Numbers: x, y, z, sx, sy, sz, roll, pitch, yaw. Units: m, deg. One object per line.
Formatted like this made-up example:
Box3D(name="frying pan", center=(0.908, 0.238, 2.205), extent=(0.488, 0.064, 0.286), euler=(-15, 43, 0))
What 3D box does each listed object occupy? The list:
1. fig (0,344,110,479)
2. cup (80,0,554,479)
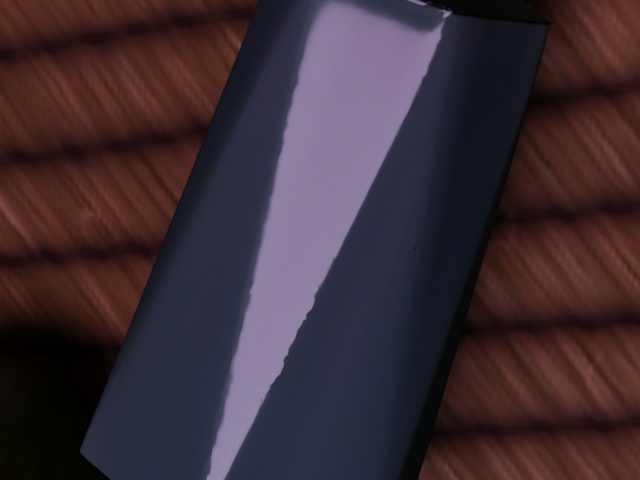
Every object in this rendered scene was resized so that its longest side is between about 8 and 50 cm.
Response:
Box3D(name="fig", center=(-0.176, 0.137, 0.808), extent=(0.181, 0.181, 0.191), euler=(28, 90, 8))
Box3D(name="cup", center=(0.000, 0.000, 0.707), extent=(0.134, 0.148, 0.235), euler=(20, 111, 9))
